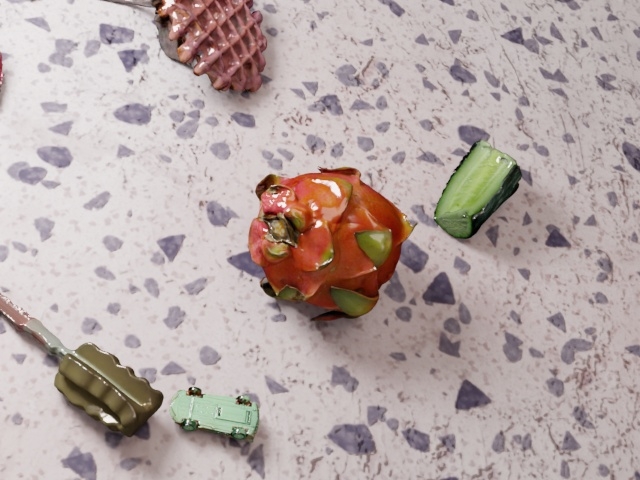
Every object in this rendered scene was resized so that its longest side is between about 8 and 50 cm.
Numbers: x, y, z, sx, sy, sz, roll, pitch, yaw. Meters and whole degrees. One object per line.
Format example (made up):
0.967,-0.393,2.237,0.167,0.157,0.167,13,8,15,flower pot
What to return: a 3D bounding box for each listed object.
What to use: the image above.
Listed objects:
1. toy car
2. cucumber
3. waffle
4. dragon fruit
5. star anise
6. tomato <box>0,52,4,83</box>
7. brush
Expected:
-0.142,0.233,1.527,0.121,0.035,0.059,10,55,-6,toy car
0.266,-0.079,1.871,0.115,0.086,0.193,8,42,39,cucumber
-0.165,-0.345,1.825,0.221,0.055,0.234,19,59,-46,waffle
0.003,0.002,1.631,0.227,0.224,0.224,4,57,-26,dragon fruit
-0.319,-0.362,1.854,0.227,0.218,0.148,3,85,26,star anise
-0.553,-0.258,1.645,0.173,0.099,0.189,-39,118,-51,tomato
-0.340,0.146,1.494,0.301,0.071,0.084,34,36,12,brush
